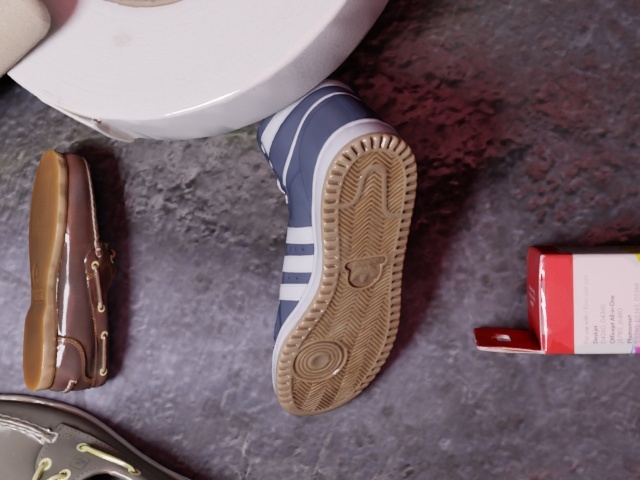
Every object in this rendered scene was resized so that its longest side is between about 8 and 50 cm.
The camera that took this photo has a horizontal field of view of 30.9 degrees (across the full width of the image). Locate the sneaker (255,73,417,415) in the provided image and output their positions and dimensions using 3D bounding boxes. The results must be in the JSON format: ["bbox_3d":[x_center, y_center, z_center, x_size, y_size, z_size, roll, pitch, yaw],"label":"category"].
[{"bbox_3d":[0.000,0.000,0.958,0.099,0.153,0.282,-3,126,-22],"label":"sneaker"}]

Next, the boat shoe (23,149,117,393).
[{"bbox_3d":[-0.212,0.027,0.998,0.073,0.073,0.207,2,96,-31],"label":"boat shoe"}]

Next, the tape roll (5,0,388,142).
[{"bbox_3d":[-0.115,-0.272,0.925,0.392,0.072,0.392,-3,80,18],"label":"tape roll"}]

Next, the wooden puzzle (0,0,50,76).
[{"bbox_3d":[-0.409,-0.233,0.929,0.322,0.080,0.348,-33,85,29],"label":"wooden puzzle"}]

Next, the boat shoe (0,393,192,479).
[{"bbox_3d":[-0.197,0.219,0.982,0.305,0.091,0.109,24,93,5],"label":"boat shoe"}]

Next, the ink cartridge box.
[{"bbox_3d":[0.236,0.044,0.909,0.231,0.134,0.078,-1,92,6],"label":"ink cartridge box"}]
